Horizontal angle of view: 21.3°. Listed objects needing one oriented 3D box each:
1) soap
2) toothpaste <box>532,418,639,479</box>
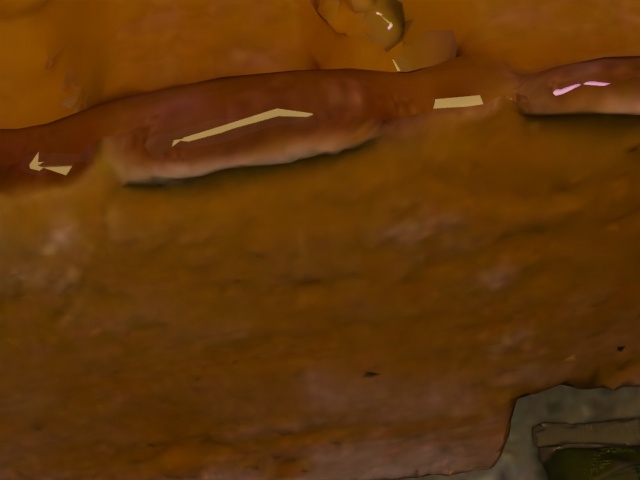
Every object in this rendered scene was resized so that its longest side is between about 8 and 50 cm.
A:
[{"bbox_3d":[0.001,-0.110,0.492,0.305,0.169,0.338,-8,52,-3],"label":"soap"},{"bbox_3d":[0.109,0.136,0.495,0.078,0.046,0.248,-4,37,4],"label":"toothpaste"}]
